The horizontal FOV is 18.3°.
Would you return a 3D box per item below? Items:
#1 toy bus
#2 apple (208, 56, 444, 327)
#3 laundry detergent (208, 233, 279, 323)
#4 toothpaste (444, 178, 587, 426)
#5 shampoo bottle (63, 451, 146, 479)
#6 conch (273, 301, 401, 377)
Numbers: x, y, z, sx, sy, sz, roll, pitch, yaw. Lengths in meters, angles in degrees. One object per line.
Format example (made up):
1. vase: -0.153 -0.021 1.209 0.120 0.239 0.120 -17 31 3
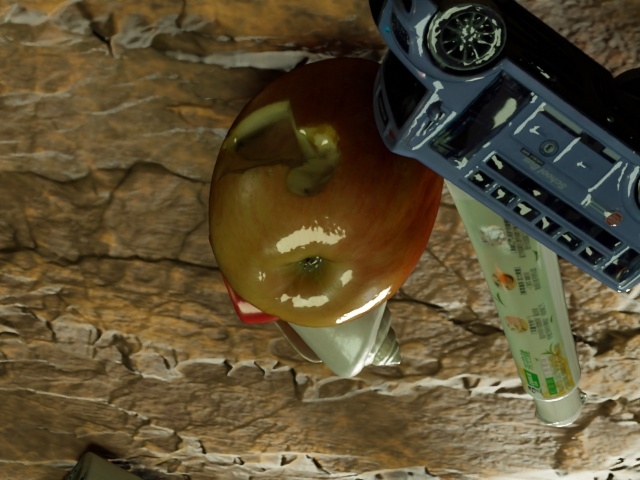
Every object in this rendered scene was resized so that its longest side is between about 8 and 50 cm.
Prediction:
1. toy bus: 0.136 -0.089 1.355 0.292 0.125 0.133 32 115 -26
2. apple: 0.002 -0.031 1.446 0.199 0.199 0.199 7 143 5
3. laundry detergent: 0.000 0.000 1.569 0.165 0.097 0.049 -21 164 -1
4. toothpaste: 0.167 0.045 1.613 0.056 0.058 0.314 40 159 41
5. shampoo bottle: -0.137 0.310 2.019 0.284 0.071 0.153 21 139 -17
6. conch: -0.010 0.051 1.631 0.176 0.094 0.104 21 -179 -7
